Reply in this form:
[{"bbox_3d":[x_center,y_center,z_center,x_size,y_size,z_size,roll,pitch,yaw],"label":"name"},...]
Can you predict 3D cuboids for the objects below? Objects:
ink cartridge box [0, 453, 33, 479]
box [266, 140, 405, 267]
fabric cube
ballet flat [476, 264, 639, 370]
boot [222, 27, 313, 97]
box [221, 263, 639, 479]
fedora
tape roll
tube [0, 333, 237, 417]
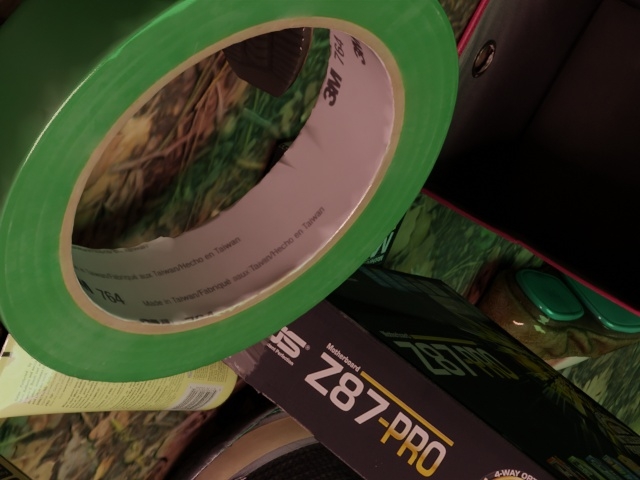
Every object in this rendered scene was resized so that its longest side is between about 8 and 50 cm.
[{"bbox_3d":[-0.285,0.261,1.209,0.193,0.088,0.235,-18,134,-54],"label":"ink cartridge box"},{"bbox_3d":[0.000,0.000,1.495,0.190,0.045,0.184,-15,132,-57],"label":"box"},{"bbox_3d":[0.261,-0.089,1.633,0.254,0.259,0.258,-61,158,5],"label":"fabric cube"},{"bbox_3d":[0.247,0.092,2.029,0.124,0.116,0.342,-45,162,22],"label":"ballet flat"},{"bbox_3d":[-0.002,-0.200,1.219,0.137,0.077,0.198,-46,155,-37],"label":"boot"},{"bbox_3d":[0.120,0.140,1.454,0.097,0.318,0.395,-58,156,9],"label":"box"},{"bbox_3d":[0.001,0.273,1.609,0.334,0.152,0.334,-25,142,-22],"label":"fedora"},{"bbox_3d":[-0.068,-0.056,1.139,0.321,0.077,0.321,-26,145,-20],"label":"tape roll"},{"bbox_3d":[-0.145,0.083,1.310,0.062,0.070,0.240,-19,166,27],"label":"tube"}]
